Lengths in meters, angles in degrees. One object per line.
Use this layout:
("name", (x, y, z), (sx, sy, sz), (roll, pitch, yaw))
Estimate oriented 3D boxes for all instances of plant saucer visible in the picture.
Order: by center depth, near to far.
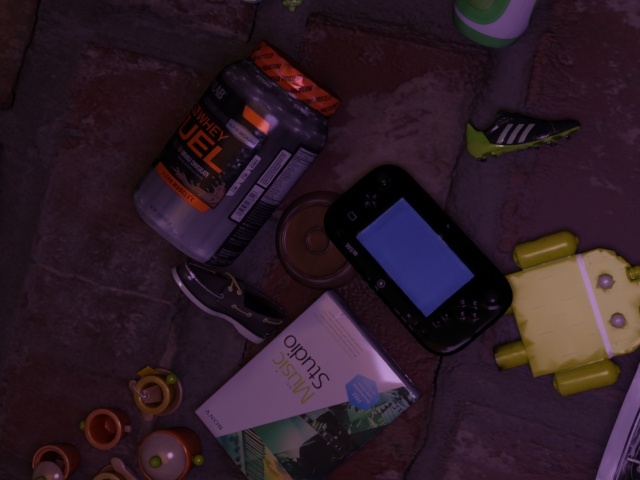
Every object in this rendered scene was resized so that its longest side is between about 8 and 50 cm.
("plant saucer", (0.000, 0.000, 1.607), (0.168, 0.029, 0.168), (0, 90, 16))

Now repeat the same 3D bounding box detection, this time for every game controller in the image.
("game controller", (0.149, 0.028, 1.507), (0.166, 0.067, 0.319), (-37, 68, -10))

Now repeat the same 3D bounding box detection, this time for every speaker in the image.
("speaker", (0.292, -0.433, 1.394), (0.131, 0.131, 0.296), (33, 136, 13))

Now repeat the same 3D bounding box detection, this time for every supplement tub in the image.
("supplement tub", (-0.131, -0.141, 1.549), (0.207, 0.207, 0.338), (40, 101, 12))

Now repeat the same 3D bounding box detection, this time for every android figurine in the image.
("android figurine", (0.389, 0.110, 1.484), (0.273, 0.056, 0.248), (-16, 86, 18))

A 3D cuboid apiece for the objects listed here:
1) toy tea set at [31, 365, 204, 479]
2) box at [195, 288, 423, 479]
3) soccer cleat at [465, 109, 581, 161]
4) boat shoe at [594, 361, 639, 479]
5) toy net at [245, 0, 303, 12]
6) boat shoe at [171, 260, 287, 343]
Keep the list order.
("toy tea set", (-0.361, 0.374, 1.666), (0.336, 0.124, 0.200), (-34, 82, 14))
("box", (-0.024, 0.271, 1.603), (0.322, 0.058, 0.232), (-44, 79, 14))
("soccer cleat", (0.313, -0.174, 1.498), (0.179, 0.060, 0.072), (-11, 86, 19))
("boat shoe", (0.488, 0.320, 1.428), (0.105, 0.113, 0.306), (20, 87, 29))
("toy net", (-0.067, -0.507, 1.608), (0.122, 0.045, 0.232), (14, 94, 16))
("boat shoe", (-0.147, 0.089, 1.567), (0.069, 0.228, 0.081), (-37, 42, 16))
